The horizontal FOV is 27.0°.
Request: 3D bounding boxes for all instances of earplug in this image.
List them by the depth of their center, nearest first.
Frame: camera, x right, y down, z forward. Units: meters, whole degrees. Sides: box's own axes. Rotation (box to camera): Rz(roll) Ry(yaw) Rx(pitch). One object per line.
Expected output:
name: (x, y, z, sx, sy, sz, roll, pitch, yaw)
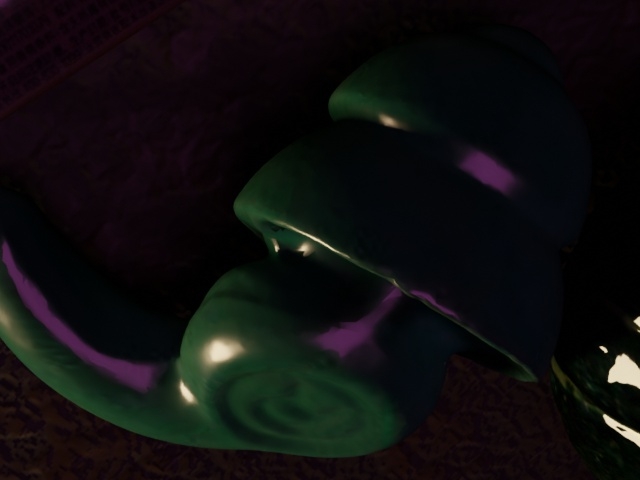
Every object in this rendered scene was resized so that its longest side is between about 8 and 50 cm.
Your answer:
earplug: (-0.002, -0.001, 0.651, 0.280, 0.257, 0.164, -52, 151, -4)

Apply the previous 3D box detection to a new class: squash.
squash: (0.235, 0.040, 0.677, 0.252, 0.165, 0.252, -22, 138, -21)

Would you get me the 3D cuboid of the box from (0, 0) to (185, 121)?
box: (-0.079, -0.140, 0.530, 0.224, 0.120, 0.069, -35, 135, -7)
